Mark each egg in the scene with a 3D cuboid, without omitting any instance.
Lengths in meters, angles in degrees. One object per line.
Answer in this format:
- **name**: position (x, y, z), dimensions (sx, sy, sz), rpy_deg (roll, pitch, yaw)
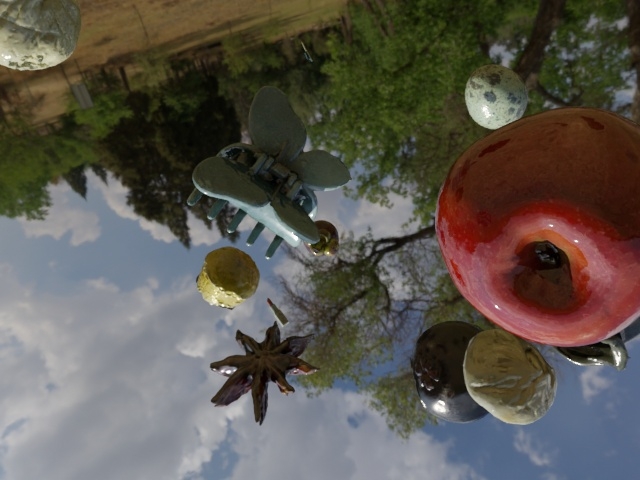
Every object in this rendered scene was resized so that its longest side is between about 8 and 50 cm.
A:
- **egg**: position (0.396, -0.328, 1.165), dimensions (0.132, 0.172, 0.132), rpy_deg (-21, -123, 35)

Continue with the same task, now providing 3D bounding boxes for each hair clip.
- **hair clip**: position (-0.134, -0.125, 1.263), dimensions (0.238, 0.318, 0.392), rpy_deg (-40, -161, 48)

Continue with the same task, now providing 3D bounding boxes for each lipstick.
- **lipstick**: position (-0.174, 0.278, 2.013), dimensions (0.030, 0.129, 0.030), rpy_deg (-33, 165, -20)

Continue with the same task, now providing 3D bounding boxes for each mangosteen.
- **mangosteen**: position (0.381, 0.356, 1.401), dimensions (0.233, 0.288, 0.288), rpy_deg (-32, -164, 19)
- **mangosteen**: position (0.001, -0.011, 2.034), dimensions (0.155, 0.146, 0.181), rpy_deg (2, 176, 7)

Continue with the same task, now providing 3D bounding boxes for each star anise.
- **star anise**: position (-0.126, 0.290, 1.179), dimensions (0.288, 0.088, 0.288), rpy_deg (-12, -147, 8)

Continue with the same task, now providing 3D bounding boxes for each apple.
- **apple**: position (0.256, -0.017, 0.566), dimensions (0.260, 0.261, 0.216), rpy_deg (-4, -156, 31)

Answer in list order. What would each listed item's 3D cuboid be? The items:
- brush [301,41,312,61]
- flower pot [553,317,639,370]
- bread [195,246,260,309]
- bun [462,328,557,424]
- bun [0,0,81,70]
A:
- **brush**: position (-0.045, -0.584, 1.586), dimensions (0.013, 0.016, 0.084), rpy_deg (-26, -119, 7)
- **flower pot**: position (0.555, 0.122, 1.106), dimensions (0.213, 0.302, 0.301), rpy_deg (-51, -150, -11)
- **bread**: position (-0.289, 0.118, 1.587), dimensions (0.170, 0.197, 0.197), rpy_deg (-45, 178, 40)
- **bun**: position (0.357, 0.243, 0.946), dimensions (0.183, 0.102, 0.183), rpy_deg (10, -129, -13)
- **bun**: position (-0.556, -0.438, 0.962), dimensions (0.220, 0.221, 0.134), rpy_deg (-32, -166, -35)
